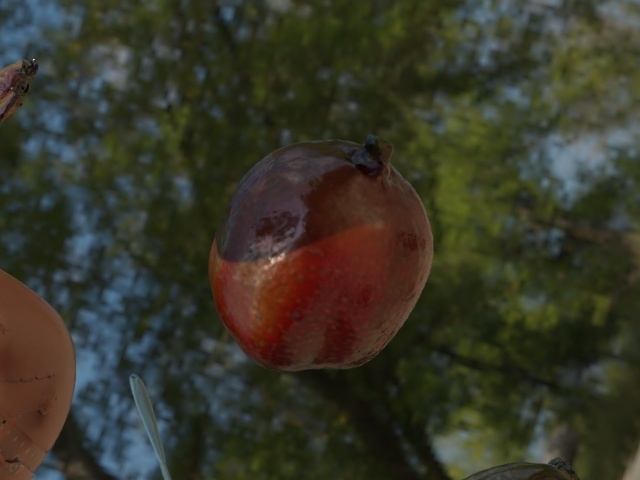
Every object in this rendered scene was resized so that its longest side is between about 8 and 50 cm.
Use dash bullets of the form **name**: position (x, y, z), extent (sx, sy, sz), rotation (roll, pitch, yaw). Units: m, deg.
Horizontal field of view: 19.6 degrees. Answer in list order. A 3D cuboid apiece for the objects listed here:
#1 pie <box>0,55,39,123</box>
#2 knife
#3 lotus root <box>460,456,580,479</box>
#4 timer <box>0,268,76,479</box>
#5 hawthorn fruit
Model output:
- **pie**: position (-0.371, -0.138, 1.982), extent (0.034, 0.170, 0.092), rotation (49, -165, -47)
- **knife**: position (-0.208, 0.285, 2.403), extent (0.019, 0.044, 0.313), rotation (-25, -52, -15)
- **lotus root**: position (0.147, 0.287, 1.742), extent (0.123, 0.241, 0.124), rotation (69, 166, -5)
- **timer**: position (-0.330, 0.123, 1.592), extent (0.215, 0.229, 0.229), rotation (-58, -19, -14)
- **hawthorn fruit**: position (0.000, 0.000, 1.356), extent (0.169, 0.169, 0.188), rotation (-50, -20, -55)
